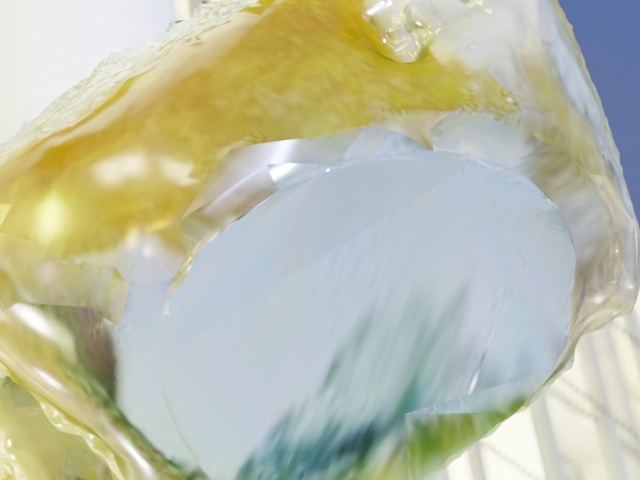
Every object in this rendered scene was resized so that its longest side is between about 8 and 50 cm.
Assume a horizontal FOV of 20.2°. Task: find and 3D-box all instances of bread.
[{"bbox_3d":[0.008,-0.005,0.838,0.395,0.239,0.264,-36,13,-16],"label":"bread"}]
